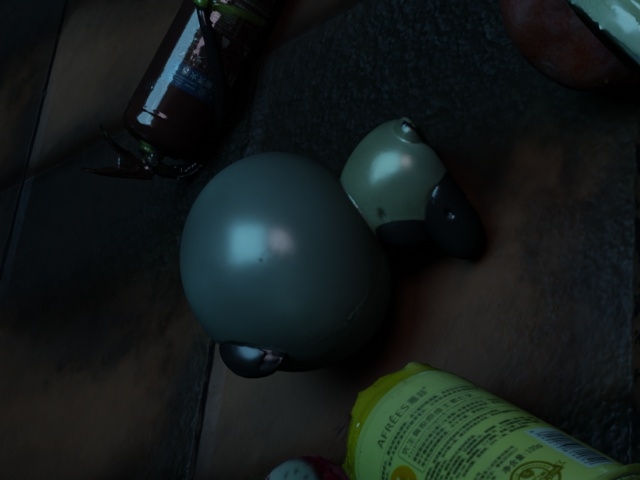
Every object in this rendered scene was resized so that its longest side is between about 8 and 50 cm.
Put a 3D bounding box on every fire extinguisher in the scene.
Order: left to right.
[{"bbox_3d":[-0.136,-0.205,1.412,0.341,0.141,0.105,-61,24,-1],"label":"fire extinguisher"}]

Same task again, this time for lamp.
[{"bbox_3d":[0.000,0.000,1.088,0.244,0.197,0.197,-31,42,5],"label":"lamp"}]

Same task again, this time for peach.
[{"bbox_3d":[0.202,-0.185,0.976,0.152,0.152,0.152,-30,47,38],"label":"peach"}]

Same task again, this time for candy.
[{"bbox_3d":[-0.013,0.224,1.061,0.103,0.043,0.103,-29,48,38],"label":"candy"}]

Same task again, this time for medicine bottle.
[{"bbox_3d":[0.114,0.166,0.877,0.239,0.124,0.124,23,87,55],"label":"medicine bottle"}]

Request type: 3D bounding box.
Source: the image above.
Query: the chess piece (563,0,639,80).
[{"bbox_3d":[0.305,-0.205,0.802,0.298,0.176,0.175,-47,38,13],"label":"chess piece"}]
